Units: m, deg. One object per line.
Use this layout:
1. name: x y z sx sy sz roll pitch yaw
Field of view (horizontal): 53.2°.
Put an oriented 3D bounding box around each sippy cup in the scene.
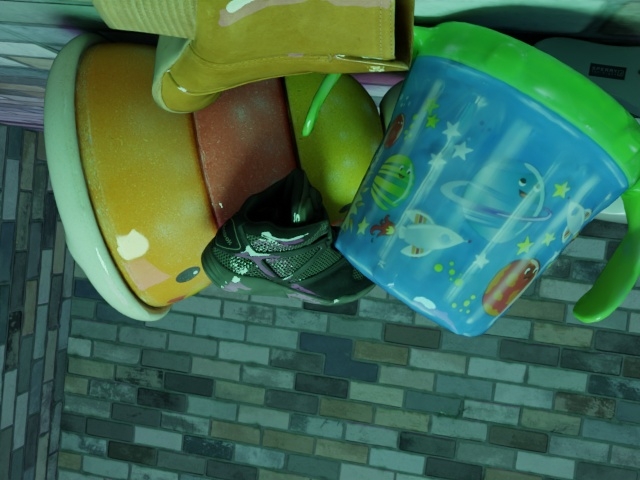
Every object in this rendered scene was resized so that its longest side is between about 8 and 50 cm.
1. sippy cup: 0.137 -0.041 0.597 0.305 0.224 0.240 37 -175 31

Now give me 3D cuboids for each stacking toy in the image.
1. stacking toy: -0.045 -0.111 0.777 0.479 0.351 0.350 -11 -177 3

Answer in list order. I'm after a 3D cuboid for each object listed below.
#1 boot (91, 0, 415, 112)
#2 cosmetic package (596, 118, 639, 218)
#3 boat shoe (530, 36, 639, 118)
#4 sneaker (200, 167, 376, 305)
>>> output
1. boot: -0.033 -0.154 0.512 0.211 0.104 0.295 7 179 3
2. cosmetic package: 0.423 -0.100 0.840 0.217 0.156 0.385 8 -177 31
3. boat shoe: 0.274 -0.148 0.604 0.183 0.065 0.083 14 -176 1
4. sneaker: 0.000 0.000 0.683 0.227 0.130 0.087 10 -137 -35
